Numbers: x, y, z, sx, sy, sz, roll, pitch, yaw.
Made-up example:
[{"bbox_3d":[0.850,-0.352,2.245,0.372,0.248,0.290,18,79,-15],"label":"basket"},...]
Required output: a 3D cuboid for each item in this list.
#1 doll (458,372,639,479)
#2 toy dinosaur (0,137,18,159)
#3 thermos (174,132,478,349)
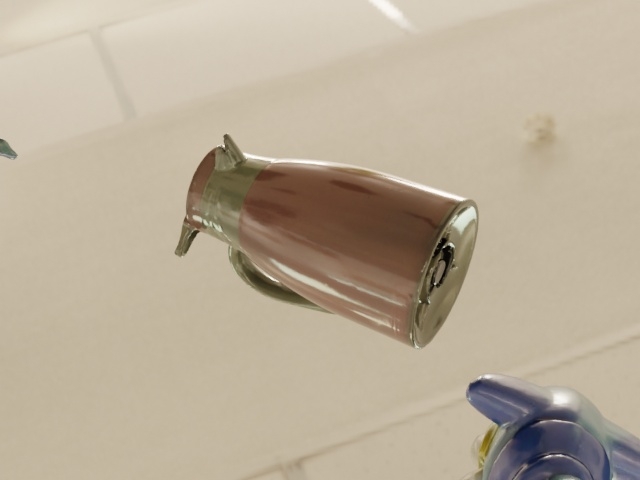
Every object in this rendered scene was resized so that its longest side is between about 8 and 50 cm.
[{"bbox_3d":[0.207,0.266,1.203,0.187,0.365,0.376,4,-134,-13],"label":"doll"},{"bbox_3d":[-0.370,-0.164,1.047,0.144,0.329,0.076,-15,-127,49],"label":"toy dinosaur"},{"bbox_3d":[0.000,0.000,1.185,0.265,0.176,0.146,19,-139,22],"label":"thermos"}]
